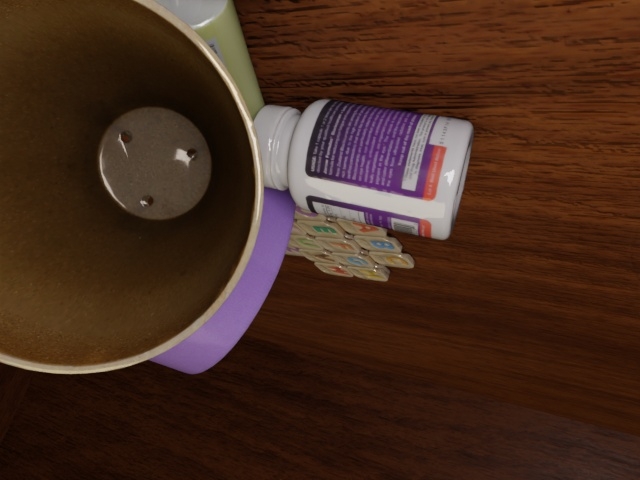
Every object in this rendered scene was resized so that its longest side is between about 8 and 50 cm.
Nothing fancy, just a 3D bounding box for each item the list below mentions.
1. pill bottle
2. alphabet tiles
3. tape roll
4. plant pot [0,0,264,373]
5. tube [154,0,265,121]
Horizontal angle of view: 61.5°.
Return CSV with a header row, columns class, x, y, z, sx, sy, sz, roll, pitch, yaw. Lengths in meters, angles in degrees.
class,x,y,z,sx,sy,sz,roll,pitch,yaw
pill bottle,0.035,-0.072,0.500,0.193,0.108,0.108,13,161,16
alphabet tiles,0.000,0.000,0.870,0.277,0.021,0.284,5,157,34
tape roll,-0.145,0.015,0.652,0.090,0.275,0.274,28,159,-27
plant pot,-0.160,-0.054,0.437,0.237,0.237,0.254,21,-172,-7
tube,-0.092,-0.147,0.502,0.062,0.070,0.240,-25,164,-5
